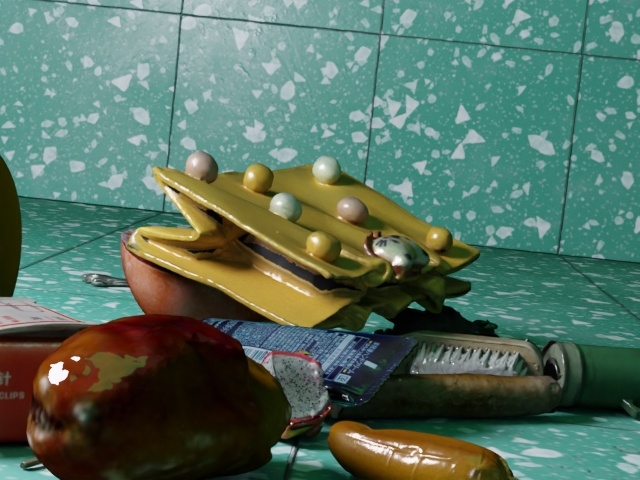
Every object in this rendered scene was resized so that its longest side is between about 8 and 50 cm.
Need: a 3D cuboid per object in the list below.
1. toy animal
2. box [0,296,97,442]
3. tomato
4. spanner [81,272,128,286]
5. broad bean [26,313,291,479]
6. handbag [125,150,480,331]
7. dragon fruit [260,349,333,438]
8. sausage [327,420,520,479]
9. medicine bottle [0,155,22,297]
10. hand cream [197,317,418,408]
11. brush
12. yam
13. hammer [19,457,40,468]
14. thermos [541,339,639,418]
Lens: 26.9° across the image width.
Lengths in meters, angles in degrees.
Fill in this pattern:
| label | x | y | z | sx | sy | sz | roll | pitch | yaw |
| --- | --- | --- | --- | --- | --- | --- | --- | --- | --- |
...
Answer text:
| label | x | y | z | sx | sy | sz | roll | pitch | yaw |
| --- | --- | --- | --- | --- | --- | --- | --- | --- | --- |
| toy animal | 0.131 | 0.105 | 1.668 | 0.148 | 0.084 | 0.233 | 12 | 4 | 37 |
| box | -0.277 | 0.104 | 1.124 | 0.133 | 0.099 | 0.182 | 1 | 7 | -30 |
| tomato | -0.144 | 0.062 | 1.601 | 0.228 | 0.112 | 0.199 | 13 | 12 | -25 |
| spanner | -0.234 | 0.067 | 2.026 | 0.255 | 0.015 | 0.054 | 4 | 8 | -16 |
| broad bean | -0.118 | 0.121 | 1.009 | 0.229 | 0.122 | 0.156 | -4 | 15 | -45 |
| handbag | 0.000 | 0.000 | 1.553 | 0.283 | 0.133 | 0.401 | 29 | 16 | 26 |
| dragon fruit | -0.027 | 0.144 | 1.192 | 0.056 | 0.083 | 0.060 | 4 | -39 | -31 |
| sausage | 0.072 | 0.173 | 1.033 | 0.183 | 0.054 | 0.062 | 7 | -27 | 36 |
| medicine bottle | -0.446 | 0.003 | 1.287 | 0.232 | 0.237 | 0.238 | 6 | 5 | 17 |
| hand cream | -0.049 | 0.114 | 1.298 | 0.271 | 0.061 | 0.120 | 1 | 25 | 31 |
| brush | 0.076 | 0.132 | 1.455 | 0.328 | 0.070 | 0.065 | 6 | 15 | 15 |
| yam | 0.131 | 0.155 | 1.329 | 0.264 | 0.046 | 0.046 | 2 | 7 | -26 |
| hammer | -0.191 | 0.165 | 1.045 | 0.036 | 0.019 | 0.110 | 10 | 12 | 36 |
| thermos | 0.336 | 0.151 | 1.451 | 0.188 | 0.073 | 0.083 | 5 | 4 | -15 |
